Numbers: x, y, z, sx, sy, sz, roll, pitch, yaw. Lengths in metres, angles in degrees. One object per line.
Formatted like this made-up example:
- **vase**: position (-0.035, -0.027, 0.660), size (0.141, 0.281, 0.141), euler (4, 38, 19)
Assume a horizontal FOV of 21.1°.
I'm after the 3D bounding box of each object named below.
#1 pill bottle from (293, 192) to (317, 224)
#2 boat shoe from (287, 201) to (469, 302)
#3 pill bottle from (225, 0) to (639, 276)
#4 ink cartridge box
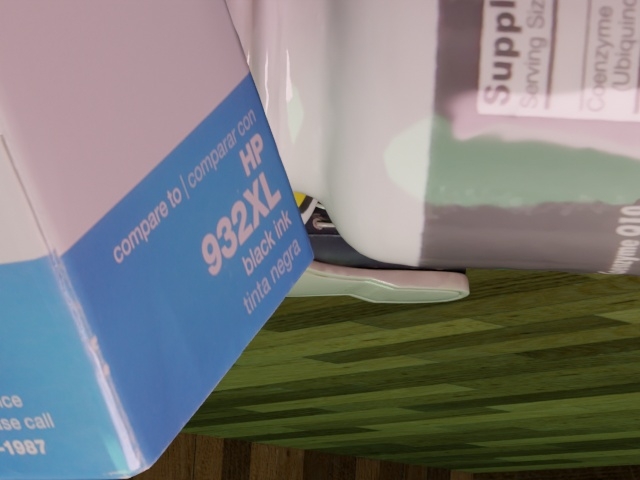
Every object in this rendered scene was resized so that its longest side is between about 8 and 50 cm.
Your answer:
- **pill bottle**: position (-0.072, -0.074, 0.872), size (0.119, 0.119, 0.208), euler (1, 157, 11)
- **boat shoe**: position (0.000, 0.000, 1.347), size (0.254, 0.079, 0.095), euler (4, 165, -15)
- **pill bottle**: position (0.107, -0.088, 0.655), size (0.361, 0.204, 0.204), euler (3, 167, 2)
- **ink cartridge box**: position (-0.163, -0.089, 0.500), size (0.223, 0.307, 0.129), euler (-4, -153, 30)
